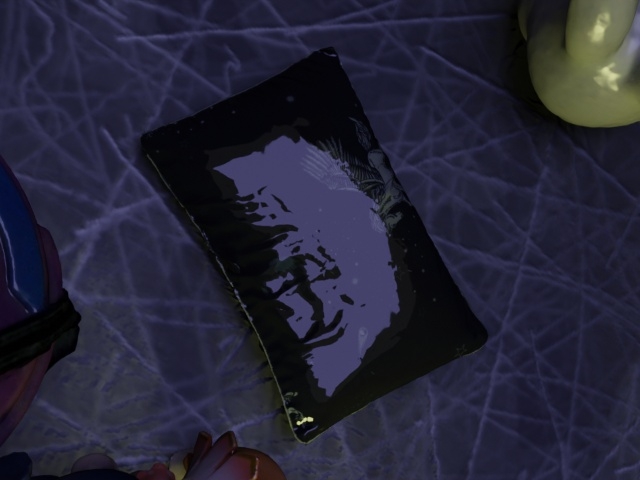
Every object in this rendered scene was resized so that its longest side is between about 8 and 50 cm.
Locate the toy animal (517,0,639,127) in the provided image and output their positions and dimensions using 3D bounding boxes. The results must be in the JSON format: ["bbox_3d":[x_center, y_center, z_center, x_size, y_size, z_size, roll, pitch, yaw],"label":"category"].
[{"bbox_3d":[0.219,-0.164,0.920,0.127,0.178,0.193,42,67,-7],"label":"toy animal"}]

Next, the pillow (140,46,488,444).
[{"bbox_3d":[0.000,0.000,0.872,0.141,0.055,0.208,-27,91,-17],"label":"pillow"}]

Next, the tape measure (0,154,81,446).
[{"bbox_3d":[-0.254,0.040,0.706,0.231,0.149,0.245,46,60,-9],"label":"tape measure"}]

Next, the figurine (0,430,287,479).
[{"bbox_3d":[-0.102,0.149,0.758,0.195,0.102,0.111,-16,86,-39],"label":"figurine"}]
